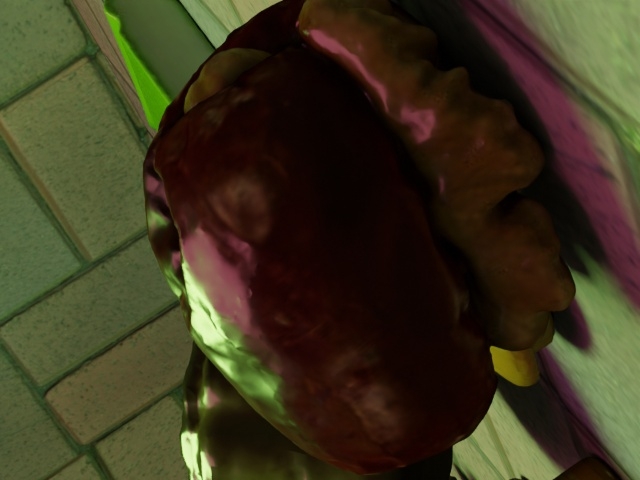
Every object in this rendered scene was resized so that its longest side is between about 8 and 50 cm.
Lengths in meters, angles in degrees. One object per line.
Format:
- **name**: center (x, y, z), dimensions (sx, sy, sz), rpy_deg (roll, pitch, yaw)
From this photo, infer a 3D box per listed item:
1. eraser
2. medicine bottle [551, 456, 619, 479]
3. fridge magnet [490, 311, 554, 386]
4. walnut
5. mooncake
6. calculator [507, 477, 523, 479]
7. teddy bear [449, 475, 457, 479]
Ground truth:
- **eraser**: center (-0.152, -0.160, 2.002), dimensions (0.210, 0.092, 0.274), rpy_deg (54, 172, 23)
- **medicine bottle**: center (0.160, 0.258, 1.311), dimensions (0.096, 0.192, 0.096), rpy_deg (54, 174, 9)
- **fridge magnet**: center (0.112, 0.034, 1.151), dimensions (0.143, 0.063, 0.143), rpy_deg (57, 173, 11)
- **walnut**: center (0.032, -0.014, 0.994), dimensions (0.269, 0.244, 0.221), rpy_deg (54, -148, -16)
- **mooncake**: center (0.003, 0.157, 1.425), dimensions (0.324, 0.187, 0.323), rpy_deg (4, -90, -77)
- **calculator**: center (0.227, 0.288, 1.713), dimensions (0.103, 0.024, 0.166), rpy_deg (57, 171, -13)
- **teddy bear**: center (0.169, 0.469, 2.141), dimensions (0.296, 0.222, 0.246), rpy_deg (42, -161, 11)
